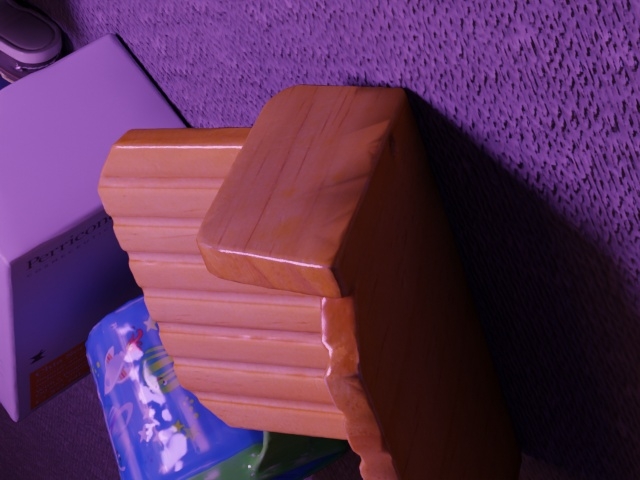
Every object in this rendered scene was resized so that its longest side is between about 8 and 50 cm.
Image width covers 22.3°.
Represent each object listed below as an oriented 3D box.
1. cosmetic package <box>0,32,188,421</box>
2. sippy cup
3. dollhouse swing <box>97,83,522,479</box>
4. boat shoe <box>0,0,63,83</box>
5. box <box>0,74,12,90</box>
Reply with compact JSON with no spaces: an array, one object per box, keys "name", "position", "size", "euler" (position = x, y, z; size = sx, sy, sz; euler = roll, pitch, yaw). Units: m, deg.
[{"name":"cosmetic package","position":[-0.275,0.003,1.713],"size":[0.161,0.230,0.453],"euler":[51,158,15]},{"name":"sippy cup","position":[-0.122,0.161,1.641],"size":[0.240,0.305,0.224],"euler":[-3,-115,-64]},{"name":"dollhouse swing","position":[-0.045,0.097,1.220],"size":[0.305,0.315,0.346],"euler":[-7,122,21]},{"name":"boat shoe","position":[-0.359,-0.234,1.761],"size":[0.228,0.081,0.068],"euler":[39,148,33]},{"name":"box","position":[-0.541,-0.110,1.892],"size":[0.293,0.395,0.212],"euler":[42,153,31]}]
